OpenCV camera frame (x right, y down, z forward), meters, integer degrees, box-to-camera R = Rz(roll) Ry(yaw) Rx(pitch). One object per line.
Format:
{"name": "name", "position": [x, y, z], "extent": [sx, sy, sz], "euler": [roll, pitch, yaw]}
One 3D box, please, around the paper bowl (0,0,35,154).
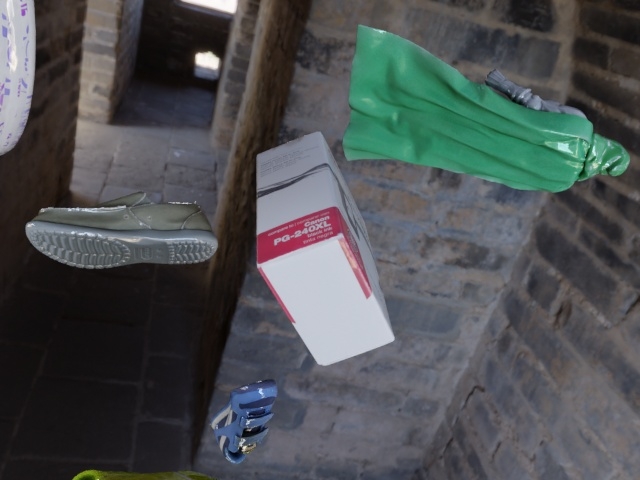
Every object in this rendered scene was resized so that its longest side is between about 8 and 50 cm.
{"name": "paper bowl", "position": [-0.341, -0.199, 0.420], "extent": [0.148, 0.285, 0.284], "euler": [-14, 39, -43]}

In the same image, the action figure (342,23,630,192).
{"name": "action figure", "position": [0.137, -0.095, 0.471], "extent": [0.232, 0.137, 0.064], "euler": [21, 53, 16]}

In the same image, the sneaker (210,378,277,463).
{"name": "sneaker", "position": [-0.081, 0.205, 0.638], "extent": [0.053, 0.144, 0.059], "euler": [-1, 52, -30]}

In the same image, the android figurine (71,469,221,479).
{"name": "android figurine", "position": [-0.084, 0.251, 0.460], "extent": [0.248, 0.056, 0.273], "euler": [18, -16, 18]}

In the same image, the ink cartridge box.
{"name": "ink cartridge box", "position": [0.000, 0.000, 0.434], "extent": [0.063, 0.109, 0.151], "euler": [-21, 36, 10]}

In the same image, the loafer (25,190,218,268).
{"name": "loafer", "position": [-0.274, -0.018, 0.788], "extent": [0.250, 0.094, 0.088], "euler": [4, 56, -22]}
